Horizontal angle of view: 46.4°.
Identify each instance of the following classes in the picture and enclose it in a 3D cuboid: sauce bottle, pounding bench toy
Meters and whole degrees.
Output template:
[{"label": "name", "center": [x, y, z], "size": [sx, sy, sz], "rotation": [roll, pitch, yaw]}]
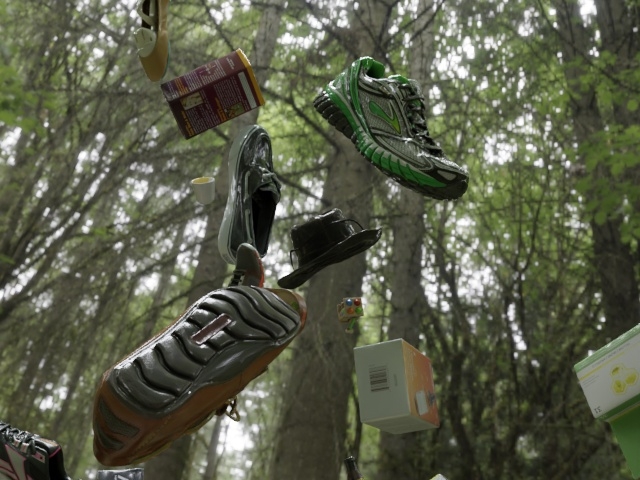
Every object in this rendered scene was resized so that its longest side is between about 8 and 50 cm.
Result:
[{"label": "sauce bottle", "center": [0.080, 0.541, 1.637], "size": [0.042, 0.128, 0.042], "rotation": [-17, -22, -7]}, {"label": "pounding bench toy", "center": [0.084, 0.201, 2.003], "size": [0.052, 0.083, 0.065], "rotation": [0, -24, -18]}]

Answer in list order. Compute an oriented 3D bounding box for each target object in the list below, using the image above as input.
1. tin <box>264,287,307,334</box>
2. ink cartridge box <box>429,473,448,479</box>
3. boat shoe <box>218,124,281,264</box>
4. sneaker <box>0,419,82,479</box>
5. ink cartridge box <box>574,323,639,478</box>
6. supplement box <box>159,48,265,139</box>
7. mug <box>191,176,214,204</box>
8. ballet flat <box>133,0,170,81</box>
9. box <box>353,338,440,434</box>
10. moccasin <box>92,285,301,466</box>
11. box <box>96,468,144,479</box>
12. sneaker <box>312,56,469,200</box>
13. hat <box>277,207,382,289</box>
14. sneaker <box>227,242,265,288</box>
[{"label": "tin", "center": [-0.108, 0.154, 1.598], "size": [0.190, 0.106, 0.040], "rotation": [3, -7, 39]}, {"label": "ink cartridge box", "center": [0.023, 0.437, 0.860], "size": [0.307, 0.072, 0.303], "rotation": [5, -60, -57]}, {"label": "boat shoe", "center": [-0.124, -0.098, 1.479], "size": [0.102, 0.301, 0.108], "rotation": [-9, -29, 35]}, {"label": "sneaker", "center": [-0.335, 0.245, 0.851], "size": [0.077, 0.072, 0.178], "rotation": [-40, -83, 8]}, {"label": "ink cartridge box", "center": [0.594, 0.299, 1.398], "size": [0.056, 0.235, 0.171], "rotation": [23, -51, -31]}, {"label": "supplement box", "center": [-0.225, -0.306, 1.565], "size": [0.188, 0.081, 0.104], "rotation": [-25, -44, -4]}, {"label": "mug", "center": [-0.314, -0.135, 2.020], "size": [0.062, 0.078, 0.064], "rotation": [-7, -70, -4]}, {"label": "ballet flat", "center": [-0.362, -0.451, 1.575], "size": [0.080, 0.232, 0.073], "rotation": [-8, -14, 36]}, {"label": "box", "center": [0.135, 0.259, 1.306], "size": [0.091, 0.130, 0.170], "rotation": [-15, -25, 21]}, {"label": "moccasin", "center": [-0.151, 0.173, 0.994], "size": [0.139, 0.380, 0.147], "rotation": [34, -59, 8]}, {"label": "box", "center": [-0.252, 0.452, 0.911], "size": [0.060, 0.216, 0.270], "rotation": [4, -57, -18]}, {"label": "sneaker", "center": [0.124, -0.190, 1.219], "size": [0.146, 0.343, 0.134], "rotation": [-50, -35, 14]}, {"label": "hat", "center": [0.000, 0.000, 1.873], "size": [0.331, 0.331, 0.134], "rotation": [-38, -102, 45]}, {"label": "sneaker", "center": [-0.140, 0.084, 1.333], "size": [0.065, 0.158, 0.061], "rotation": [-5, 3, -44]}]
